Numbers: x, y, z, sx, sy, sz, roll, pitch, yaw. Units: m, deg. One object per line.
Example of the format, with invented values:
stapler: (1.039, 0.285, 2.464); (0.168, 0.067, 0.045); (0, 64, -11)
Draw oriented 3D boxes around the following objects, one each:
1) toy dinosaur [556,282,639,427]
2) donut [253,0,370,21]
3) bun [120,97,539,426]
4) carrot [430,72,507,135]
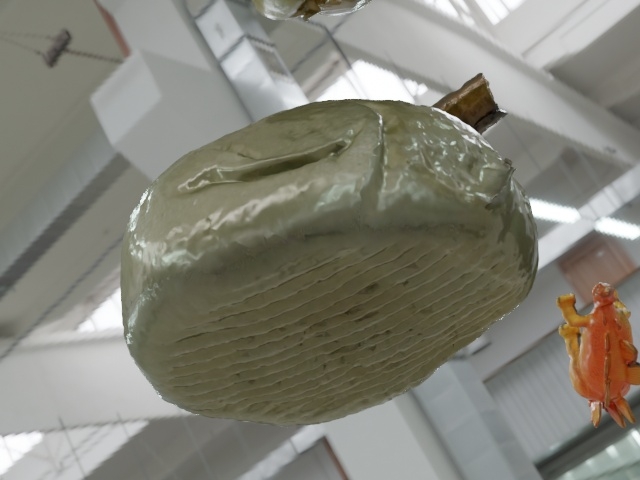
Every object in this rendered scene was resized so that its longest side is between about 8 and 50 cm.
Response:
toy dinosaur: (0.295, 0.137, 1.083); (0.070, 0.117, 0.288); (-15, -36, 1)
donut: (0.043, -0.367, 0.762); (0.449, 0.198, 0.448); (-156, 90, -86)
bun: (0.000, 0.000, 0.444); (0.173, 0.113, 0.166); (-9, -33, -9)
carrot: (0.078, -0.073, 1.073); (0.260, 0.070, 0.070); (-39, -23, 6)
